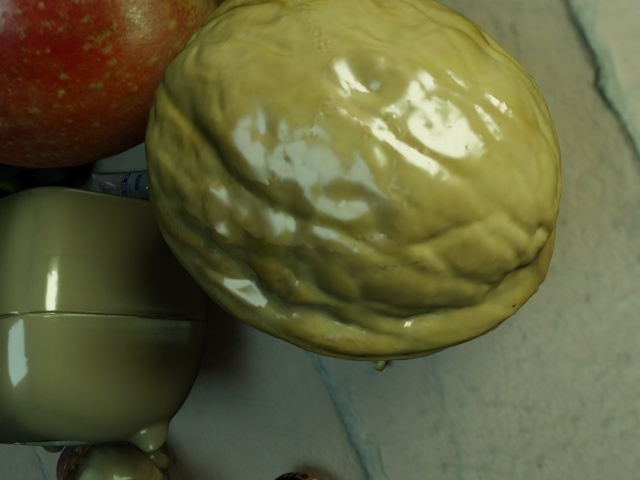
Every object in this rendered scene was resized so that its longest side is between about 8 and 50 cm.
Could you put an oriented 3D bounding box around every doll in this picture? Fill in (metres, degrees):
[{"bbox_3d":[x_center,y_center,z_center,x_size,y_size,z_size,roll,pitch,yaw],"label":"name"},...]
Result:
[{"bbox_3d":[-0.266,0.353,1.005,0.256,0.152,0.196,39,137,39],"label":"doll"}]

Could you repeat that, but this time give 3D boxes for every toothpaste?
[{"bbox_3d":[-0.230,-0.061,0.910,0.194,0.042,0.067,-4,105,48],"label":"toothpaste"}]

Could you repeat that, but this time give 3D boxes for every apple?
[{"bbox_3d":[-0.260,-0.236,0.676,0.349,0.276,0.348,59,172,14],"label":"apple"}]

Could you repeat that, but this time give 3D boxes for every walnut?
[{"bbox_3d":[0.022,-0.048,0.545,0.313,0.252,0.277,34,125,17],"label":"walnut"}]

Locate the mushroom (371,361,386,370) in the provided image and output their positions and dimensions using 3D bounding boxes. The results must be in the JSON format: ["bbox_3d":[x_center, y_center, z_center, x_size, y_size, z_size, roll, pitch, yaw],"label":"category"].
[{"bbox_3d":[-0.005,0.003,0.745,0.028,0.026,0.286,-32,81,27],"label":"mushroom"}]

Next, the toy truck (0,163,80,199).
[{"bbox_3d":[-0.370,-0.119,0.913,0.224,0.165,0.148,-41,56,50],"label":"toy truck"}]

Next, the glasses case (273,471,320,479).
[{"bbox_3d":[0.002,0.394,0.839,0.103,0.067,0.267,-8,98,41],"label":"glasses case"}]

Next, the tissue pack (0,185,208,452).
[{"bbox_3d":[-0.320,0.112,0.871,0.387,0.267,0.277,-17,68,42],"label":"tissue pack"}]
